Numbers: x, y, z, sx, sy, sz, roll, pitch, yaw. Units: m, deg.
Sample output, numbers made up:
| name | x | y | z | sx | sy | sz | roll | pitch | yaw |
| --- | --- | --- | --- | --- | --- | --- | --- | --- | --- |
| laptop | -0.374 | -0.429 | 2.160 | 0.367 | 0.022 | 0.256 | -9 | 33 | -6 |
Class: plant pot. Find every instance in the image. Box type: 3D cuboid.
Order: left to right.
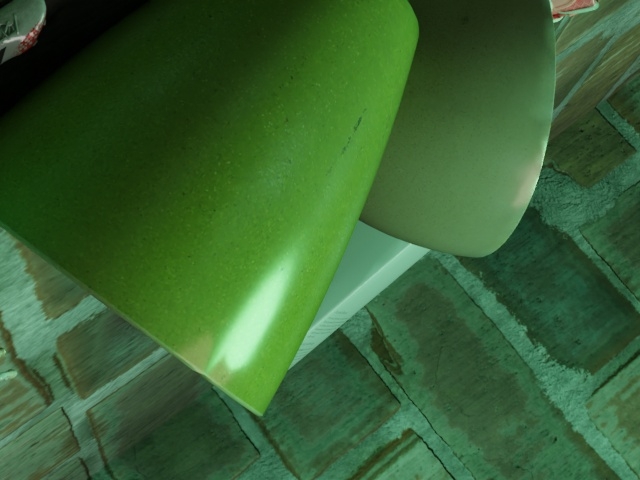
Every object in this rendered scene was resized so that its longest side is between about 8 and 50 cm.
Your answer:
| name | x | y | z | sx | sy | sz | roll | pitch | yaw |
| --- | --- | --- | --- | --- | --- | --- | --- | --- | --- |
| plant pot | -0.065 | -0.073 | 0.711 | 0.294 | 0.274 | 0.275 | -53 | 171 | -9 |
| plant pot | 0.065 | -0.131 | 0.905 | 0.190 | 0.284 | 0.284 | 3 | 155 | -14 |

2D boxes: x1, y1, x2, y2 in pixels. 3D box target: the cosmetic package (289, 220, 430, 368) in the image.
| name | x | y | z | sx | sy | sz | roll | pitch | yaw |
| --- | --- | --- | --- | --- | --- | --- | --- | --- | --- |
| cosmetic package | 0.000 | 0.000 | 1.281 | 0.365 | 0.197 | 0.155 | -42 | 167 | 9 |

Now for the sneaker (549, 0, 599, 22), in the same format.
| name | x | y | z | sx | sy | sz | roll | pitch | yaw |
| --- | --- | --- | --- | --- | --- | --- | --- | --- | --- |
| sneaker | 0.227 | -0.278 | 1.062 | 0.314 | 0.136 | 0.116 | -45 | 166 | 27 |

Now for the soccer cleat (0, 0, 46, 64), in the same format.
| name | x | y | z | sx | sy | sz | roll | pitch | yaw |
| --- | --- | --- | --- | --- | --- | --- | --- | --- | --- |
| soccer cleat | -0.202 | -0.121 | 0.599 | 0.083 | 0.029 | 0.035 | -36 | 174 | 11 |

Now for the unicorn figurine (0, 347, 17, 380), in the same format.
| name | x | y | z | sx | sy | sz | roll | pitch | yaw |
| --- | --- | --- | --- | --- | --- | --- | --- | --- | --- |
| unicorn figurine | -0.369 | 0.139 | 0.996 | 0.162 | 0.060 | 0.111 | -45 | 168 | 26 |
